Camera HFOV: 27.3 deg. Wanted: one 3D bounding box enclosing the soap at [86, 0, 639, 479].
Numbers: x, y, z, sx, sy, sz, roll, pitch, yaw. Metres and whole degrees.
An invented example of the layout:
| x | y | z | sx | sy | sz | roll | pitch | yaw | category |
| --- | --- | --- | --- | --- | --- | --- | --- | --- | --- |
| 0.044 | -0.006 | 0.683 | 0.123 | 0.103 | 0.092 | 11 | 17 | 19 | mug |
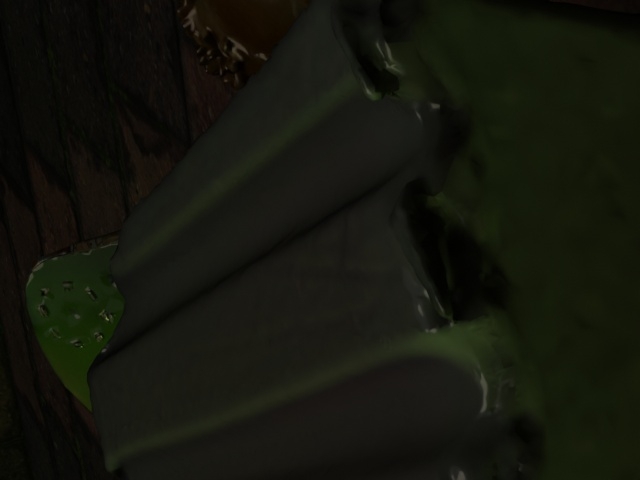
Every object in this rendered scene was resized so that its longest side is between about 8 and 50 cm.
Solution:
| x | y | z | sx | sy | sz | roll | pitch | yaw | category |
| --- | --- | --- | --- | --- | --- | --- | --- | --- | --- |
| 0.046 | 0.111 | 0.675 | 0.435 | 0.213 | 0.350 | -34 | 67 | 58 | soap |

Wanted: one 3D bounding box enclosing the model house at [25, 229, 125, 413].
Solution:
| x | y | z | sx | sy | sz | roll | pitch | yaw | category |
| --- | --- | --- | --- | --- | --- | --- | --- | --- | --- |
| -0.091 | 0.088 | 1.126 | 0.294 | 0.207 | 0.154 | 63 | -154 | -20 | model house |

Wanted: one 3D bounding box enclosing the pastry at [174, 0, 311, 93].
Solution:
| x | y | z | sx | sy | sz | roll | pitch | yaw | category |
| --- | --- | --- | --- | --- | --- | --- | --- | --- | --- |
| -0.020 | -0.216 | 0.812 | 0.255 | 0.162 | 0.311 | 65 | 157 | 14 | pastry |
